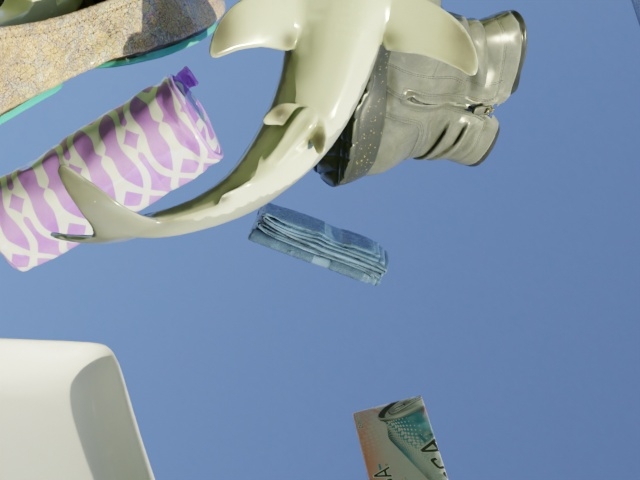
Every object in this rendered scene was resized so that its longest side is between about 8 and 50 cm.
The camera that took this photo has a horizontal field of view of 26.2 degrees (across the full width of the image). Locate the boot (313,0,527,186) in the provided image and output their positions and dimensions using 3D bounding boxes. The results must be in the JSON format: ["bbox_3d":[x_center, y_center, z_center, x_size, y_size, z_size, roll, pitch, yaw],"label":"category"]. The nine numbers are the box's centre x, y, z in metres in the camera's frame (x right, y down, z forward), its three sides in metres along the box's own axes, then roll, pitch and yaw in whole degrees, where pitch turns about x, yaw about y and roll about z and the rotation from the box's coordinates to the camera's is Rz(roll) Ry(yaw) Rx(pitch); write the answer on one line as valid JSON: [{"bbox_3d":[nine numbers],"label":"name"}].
[{"bbox_3d":[0.082,-0.152,0.981,0.083,0.161,0.246,49,-42,36],"label":"boot"}]

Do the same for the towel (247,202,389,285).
[{"bbox_3d":[0.000,0.000,1.167,0.067,0.119,0.029,-84,-166,-74],"label":"towel"}]

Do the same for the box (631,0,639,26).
[{"bbox_3d":[0.254,-0.179,0.810,0.147,0.180,0.077,-22,-158,6],"label":"box"}]

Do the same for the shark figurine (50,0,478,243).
[{"bbox_3d":[-0.027,-0.082,0.807,0.278,0.166,0.116,-57,-170,-1],"label":"shark figurine"}]

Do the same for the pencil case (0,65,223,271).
[{"bbox_3d":[-0.179,-0.054,1.097,0.206,0.086,0.088,-27,-136,5],"label":"pencil case"}]

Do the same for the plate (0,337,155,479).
[{"bbox_3d":[-0.264,0.181,1.051,0.045,0.278,0.277,-66,-146,32],"label":"plate"}]

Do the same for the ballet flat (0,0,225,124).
[{"bbox_3d":[-0.164,-0.144,0.841,0.107,0.106,0.316,7,-154,30],"label":"ballet flat"}]

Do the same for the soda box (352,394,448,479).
[{"bbox_3d":[0.074,0.209,1.077,0.063,0.058,0.183,-15,-141,-1],"label":"soda box"}]
